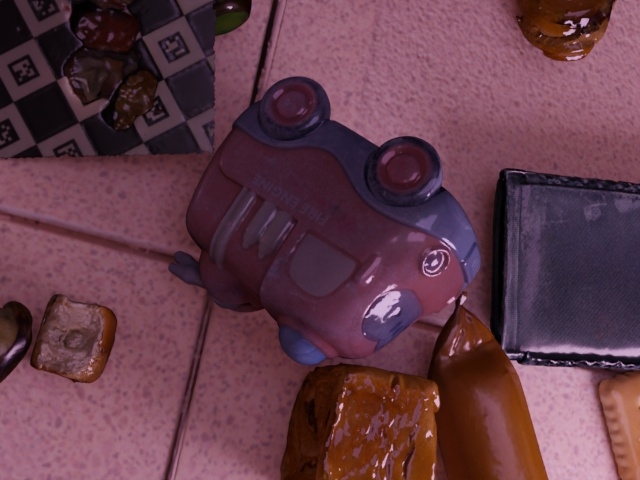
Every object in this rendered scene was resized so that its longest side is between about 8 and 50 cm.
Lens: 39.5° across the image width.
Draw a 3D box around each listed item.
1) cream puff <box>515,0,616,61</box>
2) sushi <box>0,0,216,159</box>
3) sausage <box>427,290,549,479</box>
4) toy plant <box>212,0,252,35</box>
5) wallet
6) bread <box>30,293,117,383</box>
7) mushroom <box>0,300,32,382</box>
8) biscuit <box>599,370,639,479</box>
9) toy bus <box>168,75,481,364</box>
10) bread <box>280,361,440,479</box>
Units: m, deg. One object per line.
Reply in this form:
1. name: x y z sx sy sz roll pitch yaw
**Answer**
1. cream puff: 0.313 -0.291 1.145 0.133 0.104 0.119 -37 62 -28
2. sushi: -0.236 -0.233 0.949 0.264 0.050 0.289 -2 93 -3
3. sausage: 0.187 0.221 1.009 0.112 0.112 0.328 -13 85 -21
4. toy plant: -0.135 -0.316 0.996 0.093 0.093 0.162 -17 85 -21
5. wallet: 0.367 0.043 1.120 0.342 0.075 0.237 4 81 -18
6. bread: -0.245 0.100 0.896 0.077 0.070 0.083 19 77 -15
7. mushroom: -0.427 0.052 0.835 0.312 0.081 0.099 24 68 -13
8. biscuit: 0.479 0.227 1.152 0.250 0.030 0.160 -11 84 -21
9. toy bus: 0.000 0.000 0.909 0.294 0.197 0.231 34 79 22
10. bread: 0.047 0.212 0.945 0.143 0.149 0.158 11 83 -15
